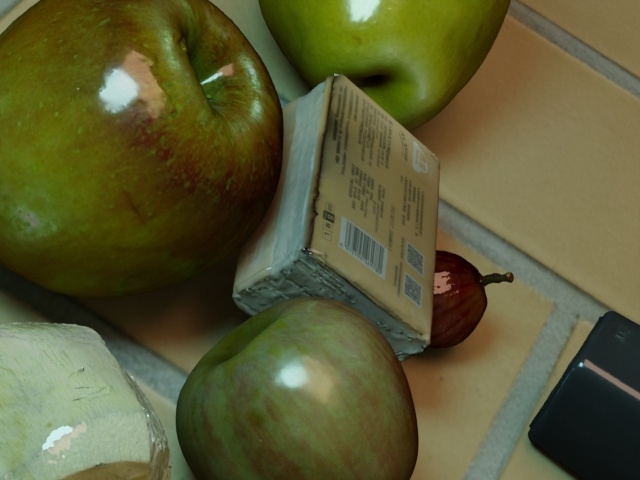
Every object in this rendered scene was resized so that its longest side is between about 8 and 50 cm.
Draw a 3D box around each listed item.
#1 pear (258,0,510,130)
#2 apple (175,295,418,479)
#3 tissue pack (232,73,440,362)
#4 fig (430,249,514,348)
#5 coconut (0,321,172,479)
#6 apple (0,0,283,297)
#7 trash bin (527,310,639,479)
[{"bbox_3d":[0.085,-0.356,2.279,0.362,0.362,0.418,17,59,-13],"label":"pear"},{"bbox_3d":[-0.019,0.194,1.827,0.234,0.257,0.257,50,44,-11],"label":"apple"},{"bbox_3d":[0.000,0.000,2.039,0.238,0.238,0.305,18,46,-12],"label":"tissue pack"},{"bbox_3d":[0.150,0.061,2.096,0.128,0.150,0.128,24,30,-15],"label":"fig"},{"bbox_3d":[-0.294,0.216,1.639,0.297,0.297,0.254,-8,40,-32],"label":"coconut"},{"bbox_3d":[-0.233,-0.111,1.920,0.374,0.374,0.384,28,30,-2],"label":"apple"},{"bbox_3d":[0.417,0.237,2.044,0.290,0.209,0.182,32,46,10],"label":"trash bin"}]
